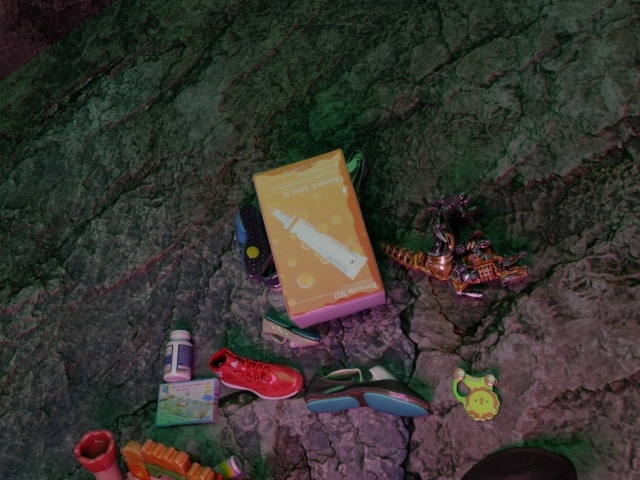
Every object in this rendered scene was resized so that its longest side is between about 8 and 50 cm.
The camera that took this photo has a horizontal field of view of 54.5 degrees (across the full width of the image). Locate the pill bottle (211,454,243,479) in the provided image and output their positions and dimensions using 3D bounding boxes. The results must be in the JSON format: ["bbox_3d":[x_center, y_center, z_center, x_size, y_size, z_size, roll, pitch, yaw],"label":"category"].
[{"bbox_3d":[-0.216,0.515,1.376,0.083,0.043,0.043,-33,56,4],"label":"pill bottle"}]

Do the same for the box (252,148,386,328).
[{"bbox_3d":[0.000,0.000,1.422,0.215,0.168,0.345,-17,74,2],"label":"box"}]

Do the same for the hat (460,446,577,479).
[{"bbox_3d":[0.333,0.519,1.077,0.331,0.331,0.134,-37,95,0],"label":"hat"}]

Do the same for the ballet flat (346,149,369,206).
[{"bbox_3d":[0.071,-0.134,1.583,0.077,0.079,0.221,6,67,24],"label":"ballet flat"}]

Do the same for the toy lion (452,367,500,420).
[{"bbox_3d":[0.318,0.318,1.273,0.100,0.034,0.096,7,74,26],"label":"toy lion"}]

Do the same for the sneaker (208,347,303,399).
[{"bbox_3d":[-0.158,0.303,1.414,0.221,0.128,0.087,-2,63,22],"label":"sneaker"}]

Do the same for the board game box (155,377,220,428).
[{"bbox_3d":[-0.319,0.391,1.494,0.154,0.026,0.103,-10,61,17],"label":"board game box"}]

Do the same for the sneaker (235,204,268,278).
[{"bbox_3d":[-0.182,0.012,1.623,0.069,0.082,0.209,-2,64,-20],"label":"sneaker"}]

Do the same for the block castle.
[{"bbox_3d":[-0.347,0.563,1.223,0.454,0.212,0.303,10,39,20],"label":"block castle"}]

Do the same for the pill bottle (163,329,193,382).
[{"bbox_3d":[-0.350,0.286,1.539,0.067,0.067,0.120,-11,60,16],"label":"pill bottle"}]

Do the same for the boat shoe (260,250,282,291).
[{"bbox_3d":[-0.065,0.008,1.562,0.095,0.079,0.254,33,79,32],"label":"boat shoe"}]

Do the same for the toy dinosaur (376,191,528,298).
[{"bbox_3d":[0.290,0.016,1.381,0.322,0.164,0.218,7,82,2],"label":"toy dinosaur"}]

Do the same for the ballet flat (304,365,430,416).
[{"bbox_3d":[0.096,0.316,1.329,0.281,0.095,0.096,-3,51,21],"label":"ballet flat"}]

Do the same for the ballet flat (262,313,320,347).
[{"bbox_3d":[-0.070,0.225,1.475,0.168,0.057,0.052,20,101,33],"label":"ballet flat"}]
